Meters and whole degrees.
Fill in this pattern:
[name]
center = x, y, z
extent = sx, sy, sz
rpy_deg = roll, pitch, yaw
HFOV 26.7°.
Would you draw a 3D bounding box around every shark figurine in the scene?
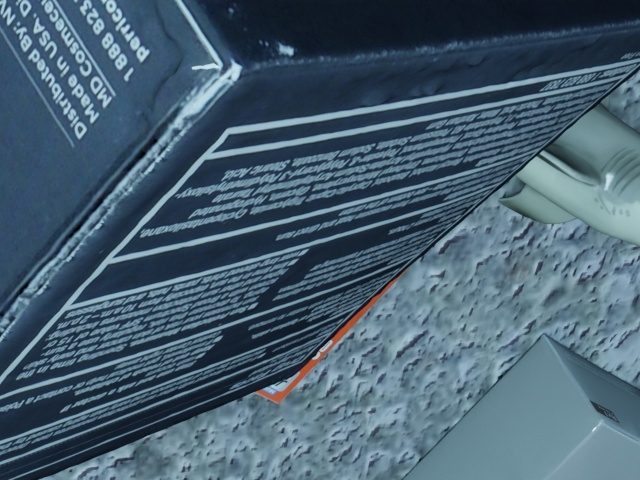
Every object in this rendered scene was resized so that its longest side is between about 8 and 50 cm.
[shark figurine]
center = 0.117, -0.097, 0.757
extent = 0.278, 0.166, 0.116
rpy_deg = 36, 80, -21

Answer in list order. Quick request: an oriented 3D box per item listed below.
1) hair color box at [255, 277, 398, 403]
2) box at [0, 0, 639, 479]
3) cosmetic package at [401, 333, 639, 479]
[hair color box]
center = 0.000, 0.000, 0.768
extent = 0.053, 0.093, 0.167
rpy_deg = 30, 110, -35
[box]
center = -0.065, -0.052, 0.530
extent = 0.296, 0.183, 0.294
rpy_deg = -16, 157, -51
[cosmetic package]
center = 0.137, 0.195, 0.961
extent = 0.127, 0.107, 0.238
rpy_deg = 32, 107, -35
